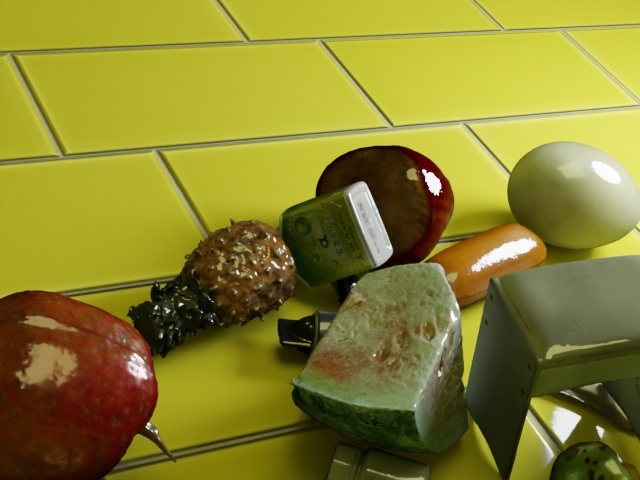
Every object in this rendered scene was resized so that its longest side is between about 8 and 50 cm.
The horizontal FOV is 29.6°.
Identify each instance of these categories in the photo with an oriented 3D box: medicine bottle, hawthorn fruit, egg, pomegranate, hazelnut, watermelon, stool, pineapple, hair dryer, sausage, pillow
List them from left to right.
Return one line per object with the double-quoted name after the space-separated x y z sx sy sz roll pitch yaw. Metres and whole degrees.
-0.333 0.183 1.489 0.261 0.258 0.258 -11 44 -23 "hawthorn fruit"
-0.171 0.085 1.779 0.278 0.158 0.158 -33 58 -31 "pineapple"
0.000 0.000 1.888 0.132 0.188 0.088 67 28 -7 "medicine bottle"
0.025 0.104 1.883 0.195 0.078 0.248 8 28 -10 "hair dryer"
0.074 0.316 1.603 0.130 0.080 0.080 18 37 3 "medicine bottle"
0.103 -0.054 2.002 0.229 0.229 0.229 10 37 -8 "hazelnut"
0.103 0.149 1.642 0.228 0.258 0.387 20 1 16 "watermelon"
0.266 0.043 2.011 0.274 0.105 0.105 -22 51 -40 "sausage"
0.455 -0.077 2.163 0.253 0.188 0.188 14 36 -18 "egg"
0.360 0.179 1.705 0.243 0.270 0.170 -7 42 -14 "stool"
0.425 0.218 1.900 0.217 0.033 0.130 25 39 12 "pillow"
0.374 0.345 1.656 0.143 0.122 0.169 60 12 8 "pomegranate"
